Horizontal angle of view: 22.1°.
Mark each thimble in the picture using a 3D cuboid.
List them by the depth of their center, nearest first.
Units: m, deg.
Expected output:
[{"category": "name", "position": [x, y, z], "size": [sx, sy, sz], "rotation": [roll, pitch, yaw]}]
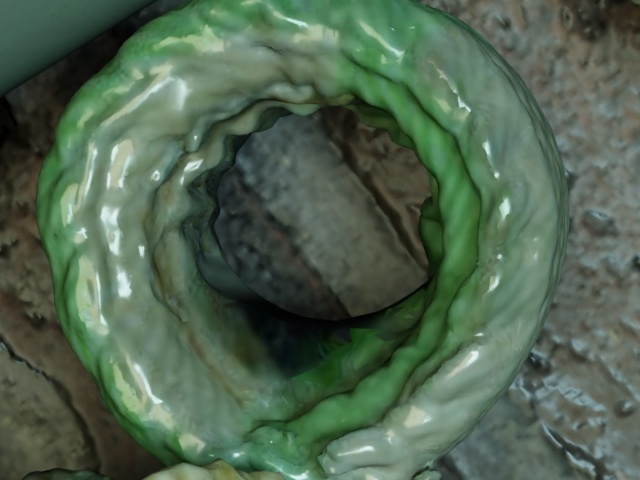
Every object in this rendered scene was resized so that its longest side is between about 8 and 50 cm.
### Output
[{"category": "thimble", "position": [0.000, 0.000, 0.688], "size": [0.219, 0.150, 0.219], "rotation": [0, 92, 12]}]

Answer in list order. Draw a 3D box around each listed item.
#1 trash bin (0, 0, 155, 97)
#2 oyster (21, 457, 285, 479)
[{"category": "trash bin", "position": [-0.107, -0.221, 0.641], "size": [0.432, 0.280, 0.280], "rotation": [-28, 87, 8]}, {"category": "oyster", "position": [-0.045, 0.215, 0.677], "size": [0.238, 0.114, 0.351], "rotation": [4, 127, 12]}]
